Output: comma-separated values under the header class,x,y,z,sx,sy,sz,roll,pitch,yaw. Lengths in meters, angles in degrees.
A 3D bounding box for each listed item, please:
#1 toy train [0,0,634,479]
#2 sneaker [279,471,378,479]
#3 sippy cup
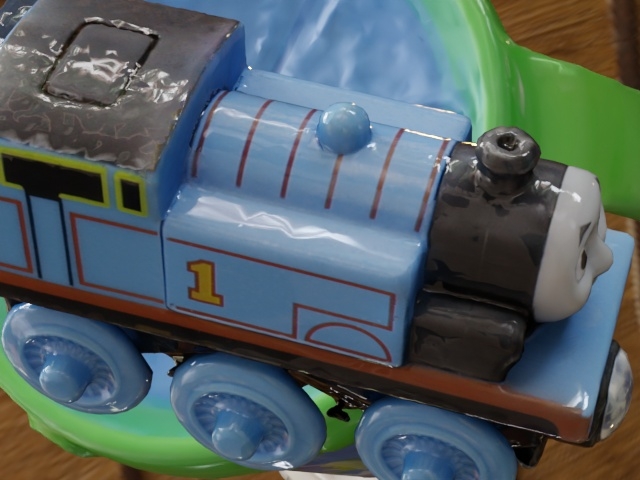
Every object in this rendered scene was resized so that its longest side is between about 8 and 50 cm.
class,x,y,z,sx,sy,sz,roll,pitch,yaw
toy train,-0.010,0.003,0.415,0.184,0.080,0.105,14,-41,12
sneaker,0.042,0.219,1.185,0.305,0.114,0.152,34,-63,53
sippy cup,0.000,0.000,0.698,0.305,0.224,0.240,35,-91,29
